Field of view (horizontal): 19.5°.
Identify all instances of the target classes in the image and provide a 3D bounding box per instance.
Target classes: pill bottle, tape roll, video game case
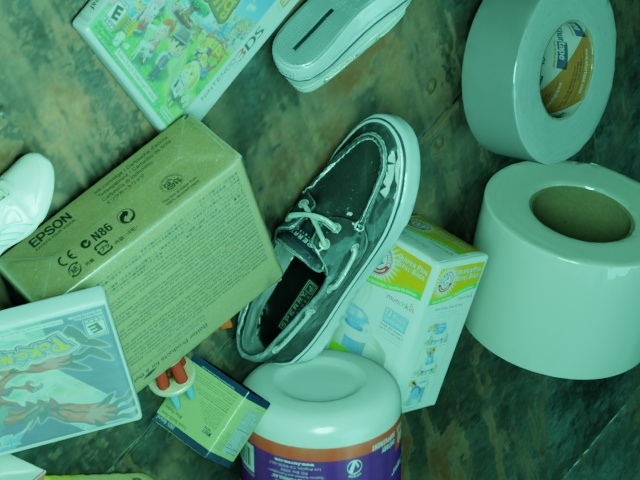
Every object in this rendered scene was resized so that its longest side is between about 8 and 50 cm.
[{"bbox_3d":[0.001,0.297,2.097,0.181,0.181,0.323,-26,125,-42],"label":"pill bottle"},{"bbox_3d":[0.250,-0.198,2.114,0.219,0.072,0.219,-21,118,-47],"label":"tape roll"},{"bbox_3d":[0.303,0.033,2.283,0.246,0.246,0.169,-24,135,-43],"label":"tape roll"},{"bbox_3d":[-0.272,0.127,1.657,0.201,0.023,0.183,-15,140,-5],"label":"video game case"},{"bbox_3d":[-0.115,-0.209,1.683,0.193,0.023,0.212,-52,149,-10],"label":"video game case"}]

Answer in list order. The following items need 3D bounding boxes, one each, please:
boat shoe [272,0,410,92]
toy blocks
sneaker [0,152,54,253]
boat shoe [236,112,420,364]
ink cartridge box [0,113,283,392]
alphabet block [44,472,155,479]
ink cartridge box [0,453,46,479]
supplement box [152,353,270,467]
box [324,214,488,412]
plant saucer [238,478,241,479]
[{"bbox_3d":[0.041,-0.239,1.842,0.226,0.083,0.076,-41,159,-6],"label":"boat shoe"},{"bbox_3d":[-0.133,0.098,1.903,0.123,0.054,0.148,-44,147,-21],"label":"toy blocks"},{"bbox_3d":[-0.284,-0.016,1.586,0.152,0.053,0.061,-52,146,-8],"label":"sneaker"},{"bbox_3d":[0.000,0.000,1.966,0.102,0.108,0.301,3,122,-58],"label":"boat shoe"},{"bbox_3d":[-0.164,0.027,1.740,0.234,0.088,0.193,-39,146,-17],"label":"ink cartridge box"},{"bbox_3d":[-0.205,0.367,1.904,0.193,0.197,0.192,12,108,-58],"label":"alphabet block"},{"bbox_3d":[-0.335,0.307,1.756,0.198,0.067,0.115,-69,170,19],"label":"ink cartridge box"},{"bbox_3d":[-0.115,0.181,1.974,0.083,0.083,0.056,-57,149,-3],"label":"supplement box"},{"bbox_3d":[0.094,0.085,2.156,0.103,0.114,0.203,-8,123,-51],"label":"box"},{"bbox_3d":[-0.076,0.355,2.233,0.200,0.037,0.200,-35,142,-32],"label":"plant saucer"}]
